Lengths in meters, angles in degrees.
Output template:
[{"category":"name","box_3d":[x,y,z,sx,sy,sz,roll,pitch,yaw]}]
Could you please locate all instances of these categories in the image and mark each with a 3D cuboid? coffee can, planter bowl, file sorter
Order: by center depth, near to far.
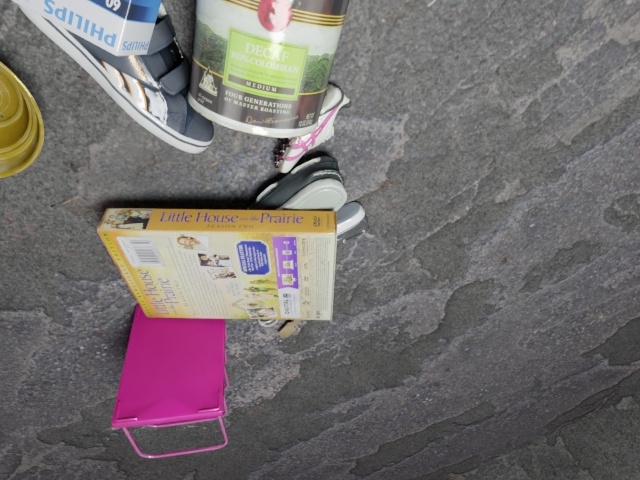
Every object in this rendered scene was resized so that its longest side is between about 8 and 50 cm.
[{"category":"coffee can","box_3d":[-0.066,-0.309,0.594,0.201,0.202,0.276,6,126,-15]},{"category":"planter bowl","box_3d":[-0.524,-0.209,0.663,0.217,0.090,0.217,-5,130,-6]},{"category":"file sorter","box_3d":[-0.309,0.302,0.987,0.202,0.291,0.182,-4,132,-7]}]

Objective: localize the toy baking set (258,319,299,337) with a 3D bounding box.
[{"category":"toy baking set","box_3d":[-0.089,0.134,1.063,0.196,0.030,0.256,-23,129,11]}]

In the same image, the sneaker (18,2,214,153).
[{"category":"sneaker","box_3d":[-0.259,-0.269,0.642,0.127,0.126,0.321,-32,126,22]}]

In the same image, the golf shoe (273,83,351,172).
[{"category":"golf shoe","box_3d":[-0.018,-0.191,0.788,0.085,0.068,0.186,21,121,-27]}]

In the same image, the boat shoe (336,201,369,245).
[{"category":"boat shoe","box_3d":[0.000,0.000,0.944,0.228,0.080,0.076,-30,126,4]}]

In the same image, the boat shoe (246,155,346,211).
[{"category":"boat shoe","box_3d":[-0.077,-0.058,0.869,0.302,0.091,0.114,-25,141,25]}]

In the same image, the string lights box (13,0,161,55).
[{"category":"string lights box","box_3d":[-0.229,-0.357,0.479,0.133,0.077,0.260,26,114,-5]}]

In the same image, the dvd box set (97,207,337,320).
[{"category":"dvd box set","box_3d":[-0.179,0.060,0.888,0.420,0.062,0.308,0,140,1]}]
